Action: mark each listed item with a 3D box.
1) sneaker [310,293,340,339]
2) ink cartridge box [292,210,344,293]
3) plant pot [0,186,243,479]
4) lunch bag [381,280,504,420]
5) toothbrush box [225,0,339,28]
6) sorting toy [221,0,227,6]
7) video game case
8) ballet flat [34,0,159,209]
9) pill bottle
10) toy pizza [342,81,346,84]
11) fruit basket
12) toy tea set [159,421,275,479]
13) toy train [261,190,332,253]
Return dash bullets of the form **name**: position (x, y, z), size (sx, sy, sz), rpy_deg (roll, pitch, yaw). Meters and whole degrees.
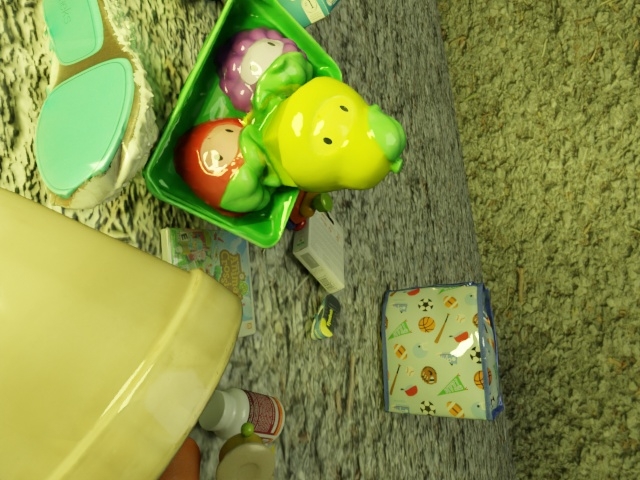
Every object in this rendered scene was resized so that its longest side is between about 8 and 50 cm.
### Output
- **sneaker**: position (0.009, 0.192, 1.020), size (0.053, 0.059, 0.144), rpy_deg (41, 34, -10)
- **ink cartridge box**: position (0.000, 0.000, 1.071), size (0.181, 0.056, 0.224), rpy_deg (50, 26, -36)
- **plant pot**: position (-0.290, 0.100, 0.419), size (0.280, 0.323, 0.323), rpy_deg (44, 46, -18)
- **lunch bag**: position (0.374, 0.331, 1.268), size (0.239, 0.328, 0.385), rpy_deg (17, 66, -58)
- **toothbrush box**: position (-0.115, -0.582, 0.826), size (0.295, 0.216, 0.126), rpy_deg (50, 51, -33)
- **sorting toy**: position (-0.173, -0.603, 0.956), size (0.307, 0.041, 0.229), rpy_deg (61, 39, -26)
- **video game case**: position (-0.202, 0.085, 0.759), size (0.193, 0.023, 0.212), rpy_deg (2, 80, -56)
- **ballet flat**: position (-0.277, -0.197, 0.542), size (0.147, 0.147, 0.408), rpy_deg (21, 43, -52)
- **pill bottle**: position (-0.141, 0.316, 0.734), size (0.152, 0.086, 0.086), rpy_deg (39, 52, -45)
- **toy pizza**: position (0.092, -0.416, 1.306), size (0.201, 0.032, 0.201), rpy_deg (19, 67, -52)
- **fruit basket**: position (-0.070, -0.180, 0.638), size (0.283, 0.392, 0.391), rpy_deg (29, 58, -41)
- **toy tea set**: position (-0.182, 0.430, 0.631), size (0.200, 0.124, 0.335), rpy_deg (0, 102, -22)
- **toy train**: position (-0.036, -0.072, 0.933), size (0.105, 0.144, 0.248), rpy_deg (50, 44, -36)
